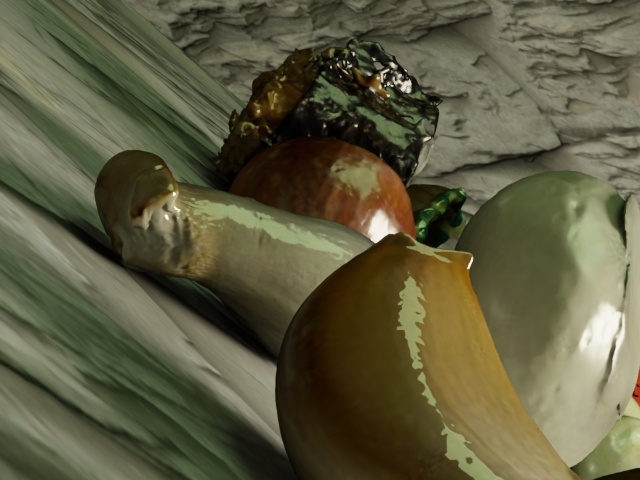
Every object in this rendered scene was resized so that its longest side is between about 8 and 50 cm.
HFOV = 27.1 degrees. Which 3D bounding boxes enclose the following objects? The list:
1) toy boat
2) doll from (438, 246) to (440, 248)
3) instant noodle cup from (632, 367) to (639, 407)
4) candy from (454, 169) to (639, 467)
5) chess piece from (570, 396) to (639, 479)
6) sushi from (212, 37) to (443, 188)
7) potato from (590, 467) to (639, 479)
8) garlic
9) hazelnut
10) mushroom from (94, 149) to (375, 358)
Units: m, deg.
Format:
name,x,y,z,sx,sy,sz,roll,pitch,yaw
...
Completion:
name,x,y,z,sx,sy,sz,roll,pitch,yaw
toy boat,0.078,0.023,1.268,0.099,0.108,0.293,32,29,-1
doll,0.221,0.082,1.669,0.384,0.188,0.099,30,41,0
instant noodle cup,0.372,0.214,1.549,0.182,0.182,0.144,40,-3,10
candy,0.204,0.070,1.229,0.185,0.295,0.295,6,-5,17
chess piece,0.273,0.182,1.369,0.133,0.133,0.243,36,10,-34
sushi,0.008,-0.118,1.489,0.207,0.234,0.348,38,1,-7
potato,0.156,0.132,0.410,0.369,0.176,0.195,2,10,-41
garlic,0.052,0.099,0.595,0.207,0.128,0.115,49,-33,42
hazelnut,0.000,0.000,0.965,0.154,0.143,0.143,55,-2,-25
mushroom,-0.037,0.020,0.792,0.225,0.093,0.116,21,2,-45
